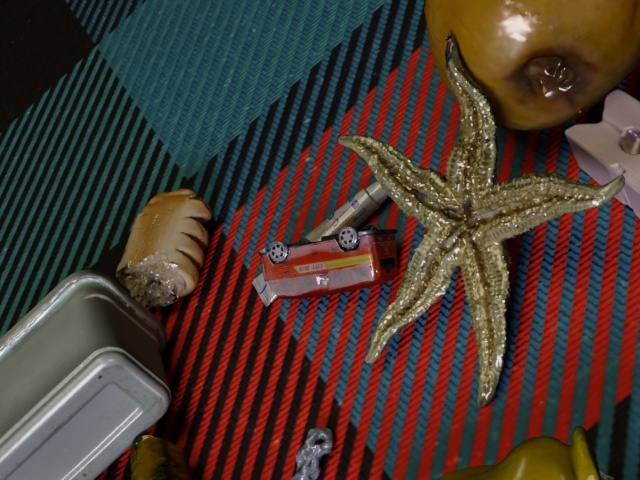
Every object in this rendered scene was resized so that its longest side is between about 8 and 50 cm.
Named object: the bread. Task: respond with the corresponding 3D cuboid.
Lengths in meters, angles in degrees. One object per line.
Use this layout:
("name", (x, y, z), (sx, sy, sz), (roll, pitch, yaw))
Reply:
("bread", (-0.210, 0.009, 1.528), (0.119, 0.084, 0.177), (-9, 51, 31))

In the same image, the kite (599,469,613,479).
("kite", (0.219, 0.257, 1.050), (0.137, 0.005, 0.152), (-28, 44, 21))

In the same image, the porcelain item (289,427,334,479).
("porcelain item", (-0.011, 0.246, 1.225), (0.036, 0.028, 0.083), (20, 68, 28))

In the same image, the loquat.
("loquat", (0.245, -0.274, 1.262), (0.275, 0.275, 0.275), (-21, 46, 24))

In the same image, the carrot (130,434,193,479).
("carrot", (-0.178, 0.304, 1.269), (0.082, 0.082, 0.173), (-31, 43, 14))

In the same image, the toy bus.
("toy bus", (0.009, 0.028, 1.340), (0.174, 0.079, 0.077), (-12, 87, 30))

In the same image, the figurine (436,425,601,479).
("figurine", (0.126, 0.302, 0.973), (0.326, 0.218, 0.169), (-27, 1, 32))

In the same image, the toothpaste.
("toothpaste", (0.000, 0.000, 1.413), (0.218, 0.033, 0.052), (-40, 49, 9))

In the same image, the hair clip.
("hair clip", (0.374, -0.050, 1.118), (0.101, 0.085, 0.331), (-39, 40, 3))

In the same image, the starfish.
("starfish", (0.142, -0.016, 1.206), (0.347, 0.078, 0.358), (50, 120, 24))

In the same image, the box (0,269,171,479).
("box", (-0.331, 0.214, 1.369), (0.312, 0.175, 0.182), (-42, 31, 2))
